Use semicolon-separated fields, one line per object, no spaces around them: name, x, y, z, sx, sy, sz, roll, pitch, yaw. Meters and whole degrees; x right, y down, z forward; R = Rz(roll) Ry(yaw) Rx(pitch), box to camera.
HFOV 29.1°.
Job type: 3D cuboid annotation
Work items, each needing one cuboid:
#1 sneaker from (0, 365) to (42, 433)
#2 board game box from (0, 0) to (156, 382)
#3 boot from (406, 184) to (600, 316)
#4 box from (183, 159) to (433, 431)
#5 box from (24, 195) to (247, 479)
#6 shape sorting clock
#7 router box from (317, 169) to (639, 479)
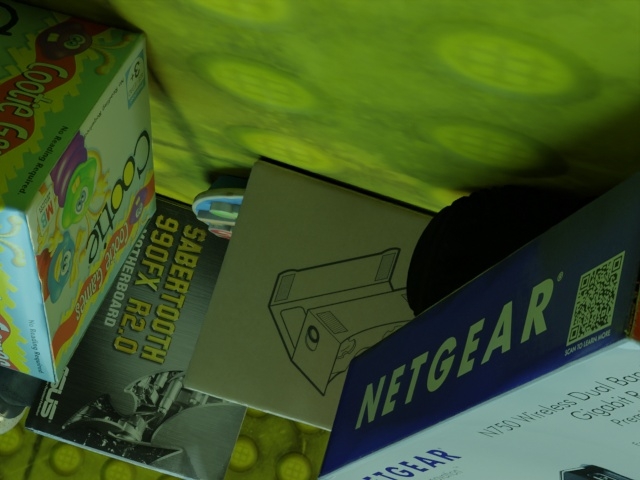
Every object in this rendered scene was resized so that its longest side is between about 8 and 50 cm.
sneaker;-0.317;0.047;0.817;0.323;0.236;0.130;13;157;28
board game box;-0.246;-0.053;0.678;0.275;0.144;0.142;16;140;9
boot;0.196;0.047;0.719;0.207;0.094;0.246;28;160;-31
box;0.026;0.053;0.850;0.201;0.164;0.021;18;-178;-2
box;-0.141;0.085;1.111;0.183;0.231;0.056;19;173;-7
shape sorting clock;0.000;0.000;0.959;0.206;0.040;0.206;17;170;3
router box;0.197;0.110;0.632;0.301;0.082;0.335;22;155;-12
